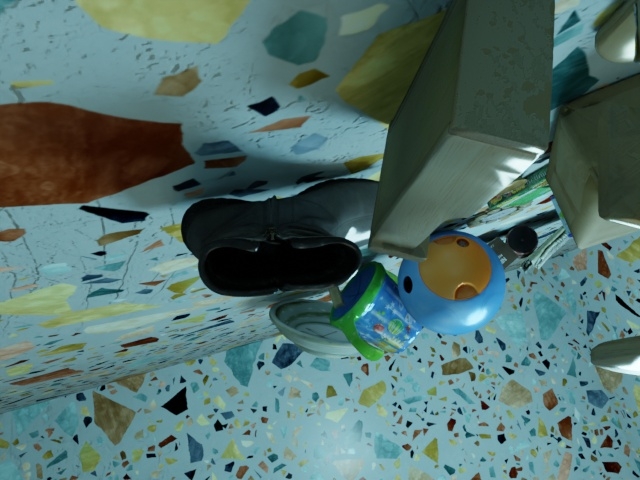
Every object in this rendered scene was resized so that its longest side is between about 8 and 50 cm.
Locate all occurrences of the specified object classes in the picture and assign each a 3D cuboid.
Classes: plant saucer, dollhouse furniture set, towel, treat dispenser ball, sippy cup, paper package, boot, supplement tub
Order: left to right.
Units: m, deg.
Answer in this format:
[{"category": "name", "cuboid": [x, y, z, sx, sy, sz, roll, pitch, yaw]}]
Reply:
[{"category": "boot", "cuboid": [0.000, 0.000, 0.627, 0.338, 0.118, 0.223, -13, -161, -22]}, {"category": "plant saucer", "cuboid": [0.017, 0.311, 1.654, 0.400, 0.100, 0.400, 11, -170, -2]}, {"category": "dollhouse furniture set", "cuboid": [0.021, 0.154, 1.461, 0.091, 0.114, 0.081, -20, 170, 1]}, {"category": "sippy cup", "cuboid": [0.183, 0.219, 1.479, 0.305, 0.224, 0.240, -55, -172, -17]}, {"category": "treat dispenser ball", "cuboid": [0.359, 0.115, 1.343, 0.288, 0.288, 0.288, -16, 166, -4]}, {"category": "plant saucer", "cuboid": [0.404, -0.120, 1.054, 0.083, 0.015, 0.083, -17, 166, -4]}, {"category": "supplement tub", "cuboid": [0.718, 0.010, 1.742, 0.106, 0.106, 0.198, -21, 166, 15]}, {"category": "towel", "cuboid": [0.835, -0.006, 1.687, 0.324, 0.056, 0.312, -44, 161, 7]}, {"category": "dollhouse furniture set", "cuboid": [0.275, -0.059, 0.477, 0.394, 0.362, 0.256, 13, 161, -4]}, {"category": "paper package", "cuboid": [0.553, -0.140, 0.787, 0.309, 0.168, 0.325, -21, 160, 14]}]

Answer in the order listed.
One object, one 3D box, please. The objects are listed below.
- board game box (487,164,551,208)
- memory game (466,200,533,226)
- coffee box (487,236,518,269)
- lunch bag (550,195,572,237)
[{"category": "board game box", "cuboid": [0.513, -0.138, 1.087, 0.136, 0.030, 0.259, -10, 165, -33]}, {"category": "memory game", "cuboid": [0.491, -0.075, 1.337, 0.186, 0.012, 0.186, -16, 167, -4]}, {"category": "coffee box", "cuboid": [0.603, 0.072, 1.731, 0.141, 0.098, 0.246, -44, 167, 9]}, {"category": "lunch bag", "cuboid": [0.733, -0.091, 1.320, 0.151, 0.129, 0.096, -13, 166, -13]}]
